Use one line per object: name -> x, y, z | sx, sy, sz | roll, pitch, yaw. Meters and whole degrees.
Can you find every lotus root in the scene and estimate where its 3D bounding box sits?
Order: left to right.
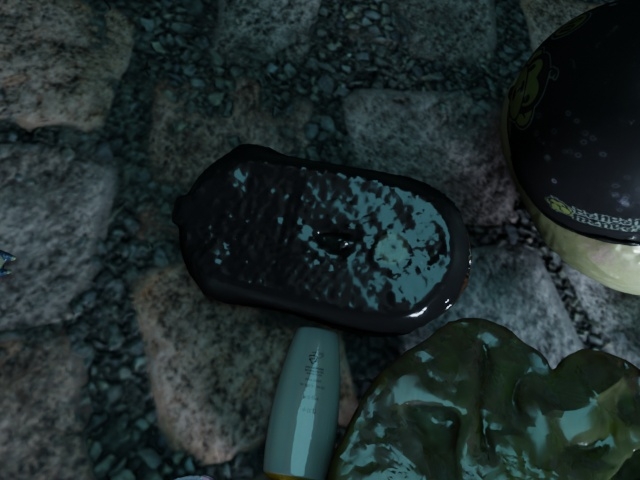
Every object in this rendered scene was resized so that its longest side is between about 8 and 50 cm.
lotus root -> 0.195, 0.264, 0.531 | 0.389, 0.111, 0.375 | 6, 59, -2

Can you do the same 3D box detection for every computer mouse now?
computer mouse -> 0.001, 0.001, 0.621 | 0.322, 0.116, 0.183 | 13, 79, 7

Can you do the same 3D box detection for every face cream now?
face cream -> -0.017, 0.183, 0.588 | 0.072, 0.051, 0.182 | 11, 68, -6

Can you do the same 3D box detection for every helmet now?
helmet -> 0.300, -0.120, 0.519 | 0.278, 0.160, 0.231 | 22, 86, 38

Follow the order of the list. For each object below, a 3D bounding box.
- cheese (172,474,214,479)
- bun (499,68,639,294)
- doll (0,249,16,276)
cheese -> -0.109, 0.282, 0.542 | 0.145, 0.038, 0.095 | 24, 69, -9
bun -> 0.399, -0.120, 0.686 | 0.360, 0.213, 0.362 | 1, 73, -4
doll -> -0.386, 0.019, 0.586 | 0.125, 0.027, 0.037 | 6, 62, -9
